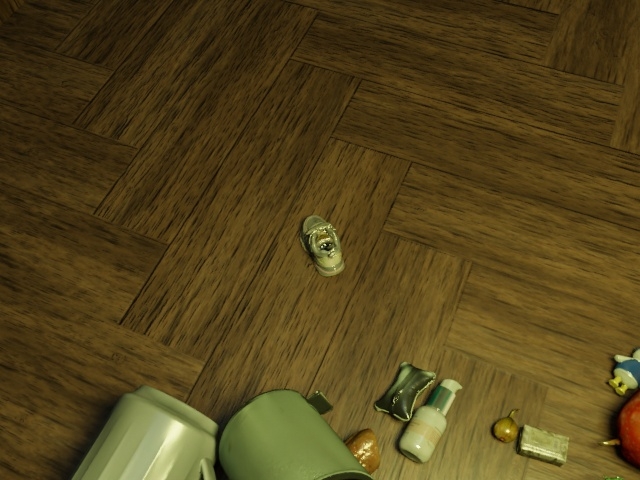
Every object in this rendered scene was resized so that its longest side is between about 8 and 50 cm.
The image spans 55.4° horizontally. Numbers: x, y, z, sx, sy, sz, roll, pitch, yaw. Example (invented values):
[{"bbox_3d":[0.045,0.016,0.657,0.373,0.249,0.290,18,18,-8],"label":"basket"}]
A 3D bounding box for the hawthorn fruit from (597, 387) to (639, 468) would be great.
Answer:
[{"bbox_3d":[0.679,0.386,1.241,0.226,0.196,0.196,-21,59,9],"label":"hawthorn fruit"}]

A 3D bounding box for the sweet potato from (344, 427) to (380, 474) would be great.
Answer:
[{"bbox_3d":[0.033,0.498,1.256,0.097,0.097,0.252,39,75,23],"label":"sweet potato"}]

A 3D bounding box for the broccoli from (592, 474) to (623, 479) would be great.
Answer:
[{"bbox_3d":[0.560,0.557,1.093,0.270,0.270,0.270,-13,64,28],"label":"broccoli"}]

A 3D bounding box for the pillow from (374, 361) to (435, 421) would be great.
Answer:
[{"bbox_3d":[0.189,0.337,1.362,0.055,0.091,0.135,49,62,-15],"label":"pillow"}]

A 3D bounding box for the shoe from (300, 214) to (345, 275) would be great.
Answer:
[{"bbox_3d":[0.000,0.000,1.550,0.089,0.092,0.180,-20,60,-8],"label":"shoe"}]

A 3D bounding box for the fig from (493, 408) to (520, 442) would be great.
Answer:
[{"bbox_3d":[0.408,0.398,1.321,0.050,0.050,0.083,30,55,19],"label":"fig"}]

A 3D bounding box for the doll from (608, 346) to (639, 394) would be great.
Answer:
[{"bbox_3d":[0.705,0.284,1.367,0.143,0.057,0.099,-40,86,-20],"label":"doll"}]

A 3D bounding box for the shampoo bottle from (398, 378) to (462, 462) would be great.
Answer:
[{"bbox_3d":[0.241,0.383,1.321,0.074,0.074,0.192,27,64,18],"label":"shampoo bottle"}]

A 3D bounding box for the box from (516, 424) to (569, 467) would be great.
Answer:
[{"bbox_3d":[0.472,0.435,1.295,0.098,0.045,0.062,15,62,13],"label":"box"}]

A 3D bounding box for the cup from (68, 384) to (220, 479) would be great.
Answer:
[{"bbox_3d":[-0.326,0.485,1.183,0.323,0.236,0.326,15,61,27],"label":"cup"}]

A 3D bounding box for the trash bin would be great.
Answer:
[{"bbox_3d":[-0.045,0.436,1.125,0.277,0.217,0.262,-42,34,-10],"label":"trash bin"}]
